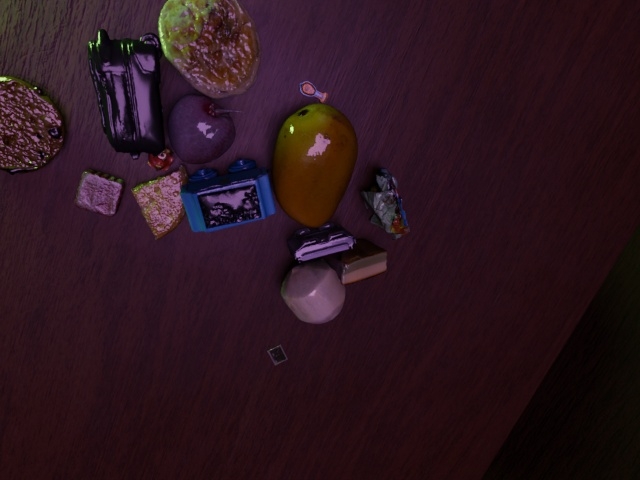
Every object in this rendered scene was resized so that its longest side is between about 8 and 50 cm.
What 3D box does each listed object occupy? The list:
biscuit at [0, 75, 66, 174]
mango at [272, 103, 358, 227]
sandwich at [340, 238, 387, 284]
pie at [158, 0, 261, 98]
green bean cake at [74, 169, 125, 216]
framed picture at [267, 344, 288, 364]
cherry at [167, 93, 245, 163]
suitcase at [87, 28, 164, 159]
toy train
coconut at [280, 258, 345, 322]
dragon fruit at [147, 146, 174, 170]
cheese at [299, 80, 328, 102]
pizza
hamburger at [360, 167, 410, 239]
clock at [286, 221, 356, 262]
[{"bbox_3d":[-0.942,-0.351,1.280,0.295,0.075,0.296,-8,117,-15],"label":"biscuit"},{"bbox_3d":[-0.023,-0.256,1.491,0.299,0.232,0.446,-3,120,-19],"label":"mango"},{"bbox_3d":[0.130,0.079,1.678,0.219,0.186,0.108,-16,116,-29],"label":"sandwich"},{"bbox_3d":[-0.336,-0.618,1.311,0.338,0.077,0.340,-3,97,-27],"label":"pie"},{"bbox_3d":[-0.748,-0.161,1.417,0.135,0.056,0.135,19,106,-21],"label":"green bean cake"},{"bbox_3d":[-0.190,0.510,1.853,0.066,0.007,0.089,-24,115,-6],"label":"framed picture"},{"bbox_3d":[-0.390,-0.366,1.367,0.213,0.184,0.266,40,110,-10],"label":"cherry"},{"bbox_3d":[-0.541,-0.414,1.220,0.188,0.345,0.340,-8,111,-19],"label":"suitcase"},{"bbox_3d":[-0.306,-0.156,1.426,0.300,0.265,0.188,-15,116,-8],"label":"toy train"},{"bbox_3d":[-0.031,0.187,1.651,0.244,0.245,0.248,-29,114,-3],"label":"coconut"},{"bbox_3d":[-0.537,-0.274,1.401,0.081,0.116,0.086,42,87,-20],"label":"dragon fruit"},{"bbox_3d":[-0.026,-0.533,1.495,0.111,0.017,0.047,21,106,-22],"label":"cheese"},{"bbox_3d":[-0.565,-0.143,1.474,0.197,0.058,0.293,17,103,-19],"label":"pizza"},{"bbox_3d":[0.240,-0.140,1.626,0.150,0.260,0.276,-16,81,17],"label":"hamburger"},{"bbox_3d":[0.000,0.000,1.615,0.253,0.186,0.084,-14,108,-10],"label":"clock"}]
